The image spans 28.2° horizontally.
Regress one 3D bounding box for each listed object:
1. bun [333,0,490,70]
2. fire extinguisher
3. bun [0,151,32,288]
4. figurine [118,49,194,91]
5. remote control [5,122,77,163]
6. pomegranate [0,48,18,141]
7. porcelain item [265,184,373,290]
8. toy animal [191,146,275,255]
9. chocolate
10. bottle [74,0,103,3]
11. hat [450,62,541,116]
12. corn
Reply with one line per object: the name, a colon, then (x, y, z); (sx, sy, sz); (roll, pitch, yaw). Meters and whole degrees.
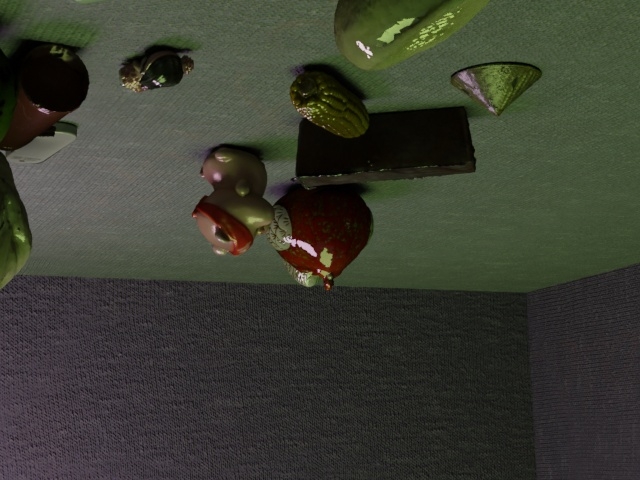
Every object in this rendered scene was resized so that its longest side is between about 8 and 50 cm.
bun: (0.101, -0.296, 1.518); (0.222, 0.127, 0.222); (-31, 173, -4)
fire extinguisher: (-0.443, -0.201, 1.960); (0.147, 0.106, 0.337); (7, 167, -30)
bun: (-0.625, -0.052, 1.999); (0.234, 0.362, 0.326); (-20, -158, 46)
figurine: (-0.246, -0.246, 1.890); (0.072, 0.054, 0.129); (2, 172, -39)
remote control: (-0.510, -0.175, 2.318); (0.077, 0.022, 0.245); (7, 167, -29)
pomegranate: (-0.504, -0.210, 1.751); (0.202, 0.202, 0.248); (-2, -160, 0)
porcelain item: (0.000, 0.000, 2.777); (0.253, 0.253, 0.253); (-2, 170, 0)
toy animal: (-0.165, -0.071, 2.449); (0.171, 0.197, 0.171); (3, 172, 0)
chocolate: (0.108, -0.164, 2.242); (0.321, 0.112, 0.112); (-5, 171, 10)
bottle: (-0.211, -0.316, 1.384); (0.245, 0.104, 0.104); (-5, 169, 17)
hat: (0.280, -0.228, 2.023); (0.146, 0.067, 0.146); (-1, 169, 0)
corn: (0.018, -0.215, 2.042); (0.080, 0.080, 0.231); (-5, 171, 19)
